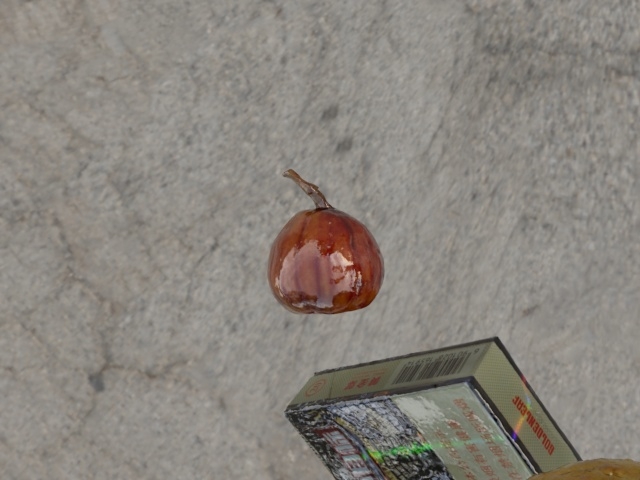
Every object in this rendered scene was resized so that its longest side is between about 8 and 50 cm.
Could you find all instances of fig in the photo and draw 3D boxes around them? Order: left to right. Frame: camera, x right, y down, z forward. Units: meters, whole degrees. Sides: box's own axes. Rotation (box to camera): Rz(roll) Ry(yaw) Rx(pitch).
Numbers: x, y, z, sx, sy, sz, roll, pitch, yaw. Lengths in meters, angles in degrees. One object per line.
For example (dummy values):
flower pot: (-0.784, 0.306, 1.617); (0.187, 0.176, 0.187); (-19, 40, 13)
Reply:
fig: (0.002, 0.015, 0.899); (0.128, 0.150, 0.128); (-9, 144, -7)

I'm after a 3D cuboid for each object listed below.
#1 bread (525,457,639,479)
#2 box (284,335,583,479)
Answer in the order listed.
bread: (0.221, 0.179, 0.467); (0.344, 0.084, 0.124); (5, 73, 8)
box: (0.124, 0.232, 1.023); (0.310, 0.084, 0.198); (-21, 111, 46)
